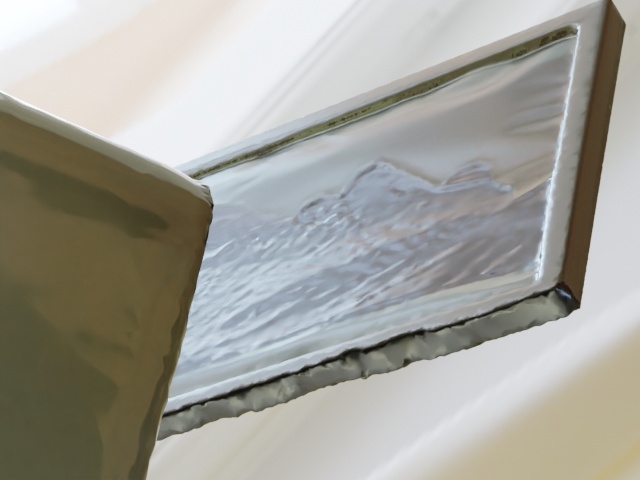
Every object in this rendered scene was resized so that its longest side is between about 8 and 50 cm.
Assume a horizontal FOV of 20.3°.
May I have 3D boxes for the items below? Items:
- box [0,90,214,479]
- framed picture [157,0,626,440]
[{"bbox_3d":[-0.154,0.184,0.494,0.090,0.373,0.367,21,146,-14],"label":"box"},{"bbox_3d":[0.000,-0.001,0.757,0.018,0.265,0.192,54,-148,-29],"label":"framed picture"}]
